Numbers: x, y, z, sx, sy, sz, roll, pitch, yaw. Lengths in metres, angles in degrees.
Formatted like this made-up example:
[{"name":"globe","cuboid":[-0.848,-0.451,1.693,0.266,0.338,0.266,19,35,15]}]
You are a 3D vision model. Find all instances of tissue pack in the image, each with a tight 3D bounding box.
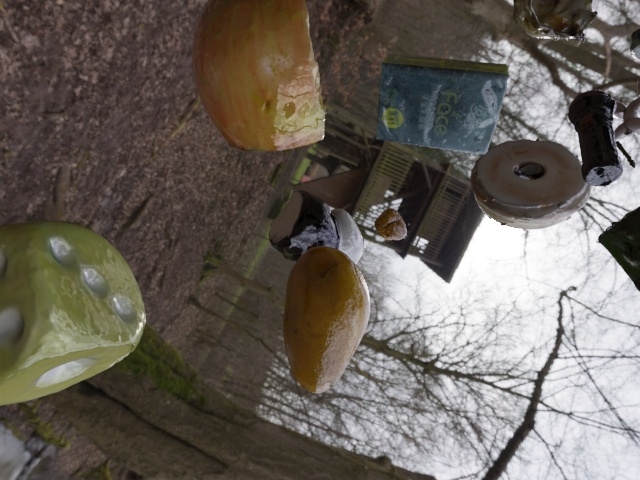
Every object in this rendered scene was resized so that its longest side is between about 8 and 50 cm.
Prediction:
[{"name":"tissue pack","cuboid":[0.260,-0.303,0.922,0.185,0.256,0.081,88,20,-45]}]

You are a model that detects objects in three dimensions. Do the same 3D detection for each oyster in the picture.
[{"name":"oyster","cuboid":[0.430,-0.530,0.760,0.197,0.133,0.337,4,94,-48]}]

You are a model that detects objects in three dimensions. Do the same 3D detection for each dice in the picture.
[{"name":"dice","cuboid":[-0.341,0.087,0.514,0.169,0.169,0.166,-30,164,7]}]

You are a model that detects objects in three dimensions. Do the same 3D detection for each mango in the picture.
[{"name":"mango","cuboid":[0.004,0.123,0.637,0.109,0.147,0.228,4,90,-52]}]

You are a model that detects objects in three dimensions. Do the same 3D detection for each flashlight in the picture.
[{"name":"flashlight","cuboid":[0.585,-0.220,0.887,0.093,0.092,0.232,118,-9,-57]}]

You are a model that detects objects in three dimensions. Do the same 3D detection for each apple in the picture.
[{"name":"apple","cuboid":[-0.117,-0.363,0.863,0.252,0.313,0.309,-51,140,-41]}]

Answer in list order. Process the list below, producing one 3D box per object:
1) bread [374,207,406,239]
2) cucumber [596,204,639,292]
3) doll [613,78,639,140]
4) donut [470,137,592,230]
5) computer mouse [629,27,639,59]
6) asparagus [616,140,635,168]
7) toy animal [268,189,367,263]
[{"name":"bread","cuboid":[0.175,-0.039,1.041,0.046,0.080,0.083,-32,-120,57]},{"name":"cucumber","cuboid":[0.582,0.066,0.606,0.145,0.325,0.105,-32,160,2]},{"name":"doll","cuboid":[0.860,-0.349,1.135,0.161,0.059,0.160,-46,-153,40]},{"name":"donut","cuboid":[0.709,-0.191,1.432,0.142,0.382,0.383,74,30,-52]},{"name":"computer mouse","cuboid":[0.866,-0.452,0.840,0.228,0.428,0.146,77,12,-84]},{"name":"asparagus","cuboid":[0.777,-0.221,1.060,0.014,0.015,0.114,-39,-153,37]},{"name":"toy animal","cuboid":[0.000,0.000,1.397,0.251,0.309,0.251,-39,-145,35]}]
